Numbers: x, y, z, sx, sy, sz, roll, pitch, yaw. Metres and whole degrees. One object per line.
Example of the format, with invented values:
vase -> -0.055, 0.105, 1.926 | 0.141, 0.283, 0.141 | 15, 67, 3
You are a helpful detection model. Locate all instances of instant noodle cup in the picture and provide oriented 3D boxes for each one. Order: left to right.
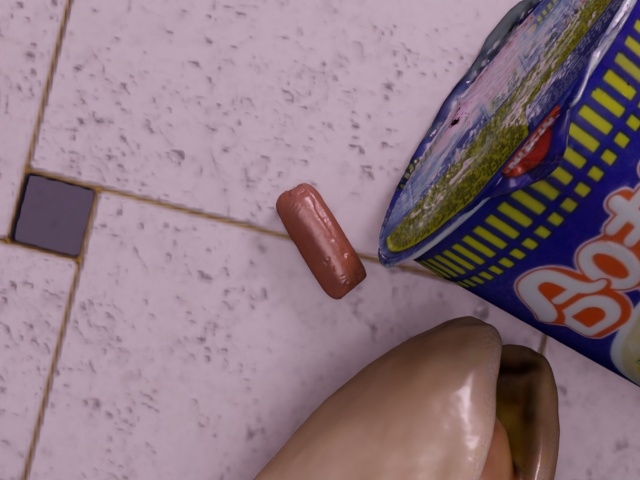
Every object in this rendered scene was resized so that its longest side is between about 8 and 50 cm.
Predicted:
instant noodle cup -> 0.240, -0.011, 1.148 | 0.312, 0.284, 0.284 | 36, 90, -10

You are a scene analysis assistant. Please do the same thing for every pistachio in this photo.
pistachio -> 0.038, 0.194, 1.171 | 0.193, 0.214, 0.318 | 36, 88, -36

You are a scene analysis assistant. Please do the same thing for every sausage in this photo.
sausage -> 0.000, 0.000, 1.242 | 0.034, 0.034, 0.083 | -32, 91, -1
